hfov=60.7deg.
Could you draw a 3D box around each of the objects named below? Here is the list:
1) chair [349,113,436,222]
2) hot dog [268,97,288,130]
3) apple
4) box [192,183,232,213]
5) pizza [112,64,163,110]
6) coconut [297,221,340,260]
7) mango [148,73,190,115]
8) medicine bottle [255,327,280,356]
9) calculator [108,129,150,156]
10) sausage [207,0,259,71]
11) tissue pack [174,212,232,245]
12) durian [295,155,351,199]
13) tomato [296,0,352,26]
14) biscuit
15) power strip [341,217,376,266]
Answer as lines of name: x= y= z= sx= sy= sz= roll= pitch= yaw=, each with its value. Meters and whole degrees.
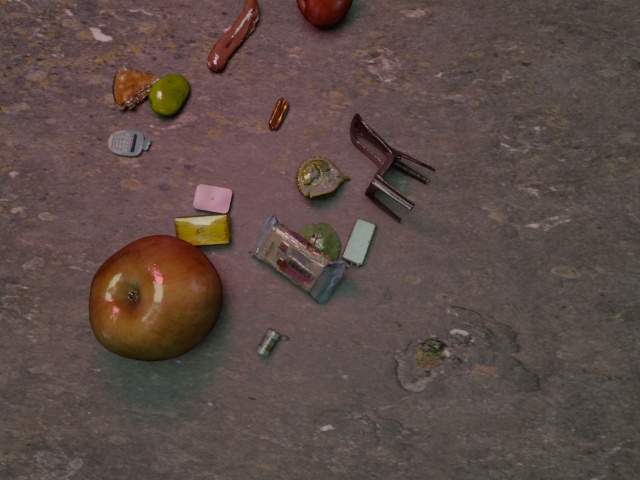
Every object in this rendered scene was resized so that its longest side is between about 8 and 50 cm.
chair: x=0.191 y=-0.240 z=1.787 sx=0.326 sy=0.176 sz=0.183 roll=34 pitch=75 yaw=4
hot dog: x=-0.148 y=-0.438 z=1.904 sx=0.049 sy=0.037 sz=0.122 roll=26 pitch=87 yaw=-6
apple: x=-0.501 y=0.175 z=1.653 sx=0.391 sy=0.346 sz=0.392 roll=-1 pitch=81 yaw=5
box: x=-0.364 y=-0.139 z=1.859 sx=0.125 sy=0.031 sz=0.091 roll=9 pitch=81 yaw=3
pizza: x=-0.637 y=-0.545 z=1.929 sx=0.195 sy=0.052 sz=0.185 roll=-8 pitch=73 yaw=5
coconut: x=-0.002 y=0.000 z=1.811 sx=0.158 sy=0.055 sz=0.133 roll=25 pitch=83 yaw=5
mango: x=-0.527 y=-0.507 z=1.890 sx=0.117 sy=0.089 sz=0.163 roll=37 pitch=70 yaw=-36
medicine bottle: x=-0.169 y=0.330 z=1.763 sx=0.047 sy=0.047 sz=0.083 roll=30 pitch=83 yaw=7
calculator: x=-0.668 y=-0.339 z=1.909 sx=0.152 sy=0.021 sz=0.095 roll=6 pitch=81 yaw=4
sausage: x=-0.306 y=-0.726 z=1.939 sx=0.078 sy=0.078 sz=0.304 roll=33 pitch=84 yaw=7
tissue pack: x=-0.389 y=-0.036 z=1.814 sx=0.175 sy=0.062 sz=0.095 roll=-3 pitch=100 yaw=0
durian: x=0.005 y=-0.209 z=1.833 sx=0.208 sy=0.102 sz=0.147 roll=-7 pitch=82 yaw=-23
tomato: x=0.016 y=-0.851 z=1.882 sx=0.184 sy=0.208 sz=0.208 roll=-27 pitch=80 yaw=-9
biscuit: x=-0.071 y=0.059 z=1.763 sx=0.309 sy=0.079 sz=0.186 roll=36 pitch=120 yaw=8
power strip: x=0.127 y=0.011 z=1.818 sx=0.076 sy=0.028 sz=0.169 roll=21 pitch=80 yaw=5
